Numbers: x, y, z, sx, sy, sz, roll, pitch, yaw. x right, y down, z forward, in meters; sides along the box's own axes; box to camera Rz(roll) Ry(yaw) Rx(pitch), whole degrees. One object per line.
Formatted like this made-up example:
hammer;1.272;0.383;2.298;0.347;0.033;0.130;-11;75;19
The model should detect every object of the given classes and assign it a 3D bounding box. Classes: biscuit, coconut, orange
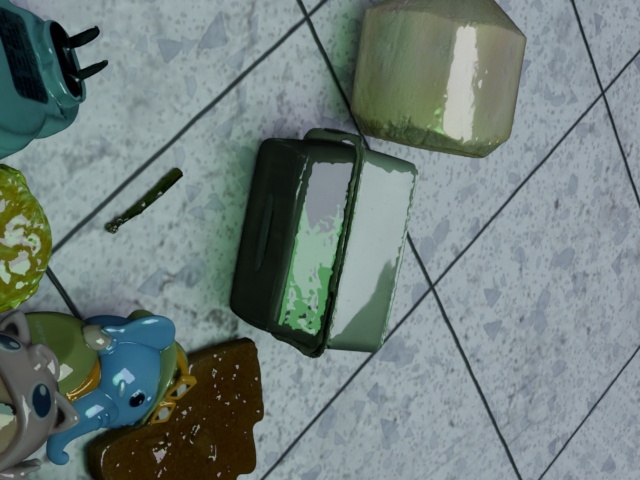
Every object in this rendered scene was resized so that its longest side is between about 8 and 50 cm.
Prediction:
biscuit;-0.164;0.261;1.789;0.278;0.043;0.301;46;66;-38
coconut;0.163;-0.244;1.857;0.239;0.239;0.244;10;92;-45
orange;-0.407;0.003;1.407;0.237;0.158;0.179;-21;106;-44

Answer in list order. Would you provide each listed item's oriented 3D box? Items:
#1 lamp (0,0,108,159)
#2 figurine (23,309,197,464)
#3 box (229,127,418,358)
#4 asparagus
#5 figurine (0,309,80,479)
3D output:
lamp;-0.353;-0.180;1.414;0.284;0.147;0.209;-7;79;-52
figurine;-0.280;0.161;1.599;0.262;0.154;0.180;-7;115;-26
box;0.000;0.000;1.762;0.166;0.220;0.290;9;94;-23
asparagus;-0.217;-0.048;1.681;0.127;0.015;0.018;-44;118;-28
figurine;-0.398;0.202;1.417;0.176;0.287;0.186;66;14;0
